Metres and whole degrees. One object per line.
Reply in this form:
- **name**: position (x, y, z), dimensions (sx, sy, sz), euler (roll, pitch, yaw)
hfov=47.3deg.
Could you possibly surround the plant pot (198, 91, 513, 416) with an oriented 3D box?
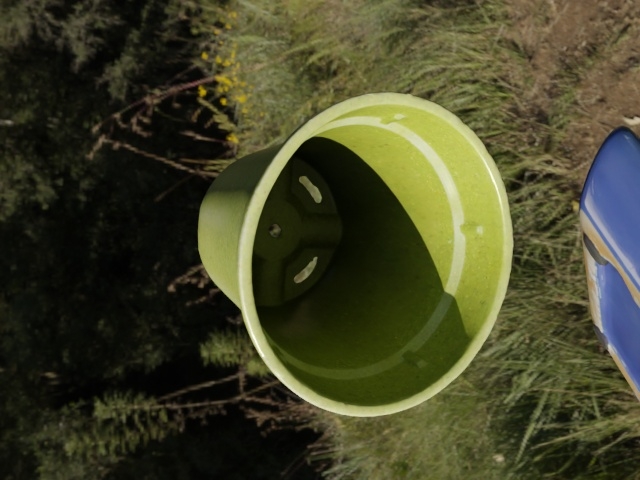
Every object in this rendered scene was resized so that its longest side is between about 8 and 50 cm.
- **plant pot**: position (0.000, 0.000, 0.726), dimensions (0.254, 0.276, 0.276), euler (14, 98, 60)

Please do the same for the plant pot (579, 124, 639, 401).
- **plant pot**: position (0.270, 0.034, 0.365), dimensions (0.212, 0.236, 0.236), euler (-26, 56, 7)
